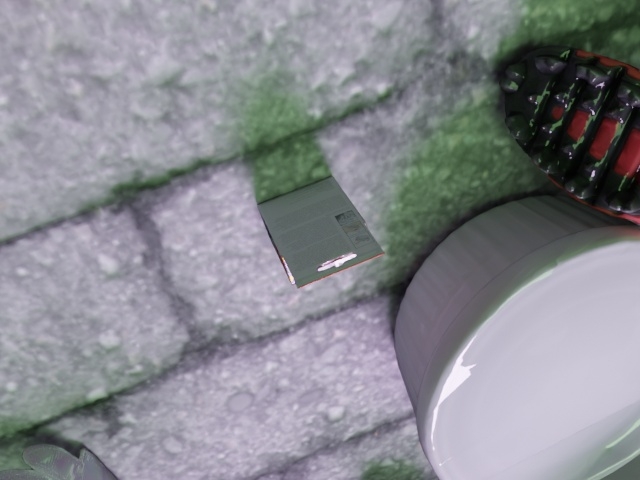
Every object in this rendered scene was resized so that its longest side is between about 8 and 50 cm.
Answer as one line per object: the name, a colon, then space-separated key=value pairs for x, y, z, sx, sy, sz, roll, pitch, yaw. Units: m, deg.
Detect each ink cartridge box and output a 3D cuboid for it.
ink cartridge box: x=0.000 y=0.000 z=0.477 sx=0.062 sy=0.115 sz=0.029 roll=-22 pitch=125 yaw=-5

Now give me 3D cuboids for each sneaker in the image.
sneaker: x=0.261 y=-0.059 z=0.485 sx=0.135 sy=0.276 sz=0.098 roll=-31 pitch=146 yaw=-48

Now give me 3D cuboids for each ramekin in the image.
ramekin: x=0.188 y=0.086 z=0.589 sx=0.272 sy=0.127 sz=0.273 roll=-9 pitch=122 yaw=-14

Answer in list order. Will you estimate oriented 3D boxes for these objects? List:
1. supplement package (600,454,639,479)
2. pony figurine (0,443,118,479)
supplement package: x=0.283 y=0.333 z=0.671 sx=0.177 sy=0.293 sz=0.175 roll=-27 pitch=125 yaw=-2
pony figurine: x=-0.147 y=0.378 z=0.536 sx=0.363 sy=0.303 sz=0.351 roll=8 pitch=140 yaw=29
